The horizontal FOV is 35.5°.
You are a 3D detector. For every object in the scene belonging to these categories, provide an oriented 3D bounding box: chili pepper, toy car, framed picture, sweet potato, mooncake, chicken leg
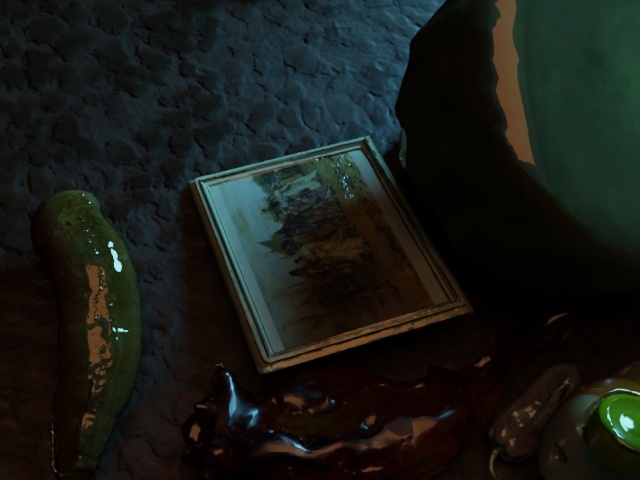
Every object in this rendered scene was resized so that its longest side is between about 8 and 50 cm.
[{"bbox_3d":[0.205,0.162,0.941,0.153,0.050,0.041,-38,25,-22],"label":"chili pepper"},{"bbox_3d":[0.321,0.186,0.894,0.235,0.145,0.235,10,43,-10],"label":"toy car"},{"bbox_3d":[0.000,0.000,0.993,0.217,0.017,0.274,-17,48,-13],"label":"framed picture"},{"bbox_3d":[-0.220,0.084,0.947,0.112,0.085,0.285,-17,70,26],"label":"sweet potato"},{"bbox_3d":[0.252,-0.118,0.946,0.356,0.194,0.356,5,75,-21],"label":"mooncake"},{"bbox_3d":[0.073,0.151,0.916,0.407,0.096,0.158,-16,43,-14],"label":"chicken leg"}]

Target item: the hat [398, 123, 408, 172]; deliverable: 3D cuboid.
[{"bbox_3d":[0.189,-0.098,1.081,0.173,0.144,0.166,38,64,-32],"label":"hat"}]
